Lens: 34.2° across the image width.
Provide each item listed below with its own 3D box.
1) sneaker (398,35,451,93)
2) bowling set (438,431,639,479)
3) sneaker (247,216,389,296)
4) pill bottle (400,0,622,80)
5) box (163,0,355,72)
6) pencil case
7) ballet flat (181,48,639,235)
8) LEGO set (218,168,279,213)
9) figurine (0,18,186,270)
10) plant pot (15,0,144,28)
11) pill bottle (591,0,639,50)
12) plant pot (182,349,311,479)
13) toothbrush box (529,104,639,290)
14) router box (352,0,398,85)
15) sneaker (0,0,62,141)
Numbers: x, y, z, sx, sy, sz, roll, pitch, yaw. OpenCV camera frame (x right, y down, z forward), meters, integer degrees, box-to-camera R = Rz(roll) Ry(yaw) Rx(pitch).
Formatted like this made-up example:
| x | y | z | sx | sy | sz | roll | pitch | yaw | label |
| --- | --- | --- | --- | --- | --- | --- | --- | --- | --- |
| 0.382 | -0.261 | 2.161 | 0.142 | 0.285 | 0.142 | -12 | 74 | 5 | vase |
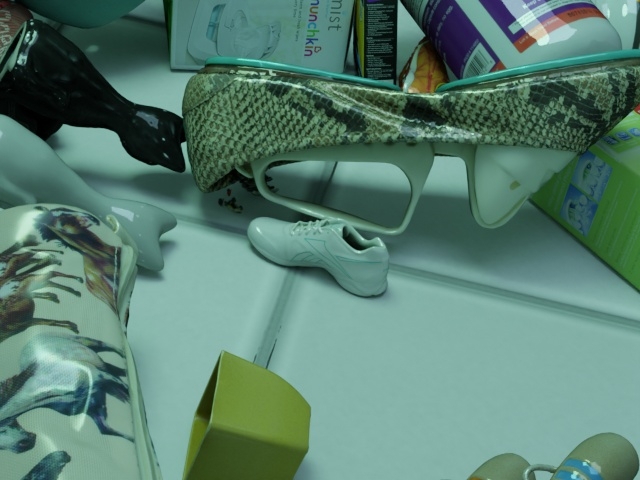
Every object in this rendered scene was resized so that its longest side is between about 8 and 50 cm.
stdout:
| x | y | z | sx | sy | sz | roll | pitch | yaw | label |
| --- | --- | --- | --- | --- | --- | --- | --- | --- | --- |
| 0.137 | -0.207 | 1.339 | 0.067 | 0.064 | 0.175 | 25 | 44 | -5 | sneaker |
| 0.186 | 0.209 | 0.697 | 0.154 | 0.199 | 0.287 | -26 | 46 | -36 | bowling set |
| 0.000 | 0.000 | 1.028 | 0.152 | 0.061 | 0.053 | 19 | 40 | 14 | sneaker |
| 0.213 | -0.296 | 1.290 | 0.182 | 0.181 | 0.323 | -16 | 62 | -30 | pill bottle |
| -0.092 | -0.337 | 1.391 | 0.231 | 0.126 | 0.262 | 0 | 38 | -11 | box |
| -0.184 | 0.140 | 0.717 | 0.184 | 0.159 | 0.410 | -15 | 41 | -5 | pencil case |
| 0.099 | -0.095 | 1.060 | 0.483 | 0.181 | 0.164 | 0 | -3 | 4 | ballet flat |
| -0.076 | -0.054 | 1.116 | 0.083 | 0.023 | 0.054 | -33 | 51 | -26 | LEGO set |
| -0.224 | -0.083 | 1.010 | 0.209 | 0.092 | 0.214 | 27 | 46 | -25 | figurine |
| -0.297 | -0.398 | 1.234 | 0.293 | 0.235 | 0.293 | -23 | 41 | 21 | plant pot |
| 0.443 | -0.270 | 1.398 | 0.279 | 0.162 | 0.162 | 6 | 38 | -7 | pill bottle |
| -0.053 | 0.149 | 0.810 | 0.083 | 0.081 | 0.081 | 17 | 36 | -11 | plant pot |
| 0.375 | -0.066 | 1.152 | 0.206 | 0.122 | 0.283 | -15 | 43 | -30 | toothbrush box |
| 0.068 | -0.276 | 1.315 | 0.046 | 0.133 | 0.179 | -2 | 28 | -2 | router box |
| -0.337 | -0.173 | 1.142 | 0.135 | 0.097 | 0.276 | 6 | 40 | -5 | sneaker |
